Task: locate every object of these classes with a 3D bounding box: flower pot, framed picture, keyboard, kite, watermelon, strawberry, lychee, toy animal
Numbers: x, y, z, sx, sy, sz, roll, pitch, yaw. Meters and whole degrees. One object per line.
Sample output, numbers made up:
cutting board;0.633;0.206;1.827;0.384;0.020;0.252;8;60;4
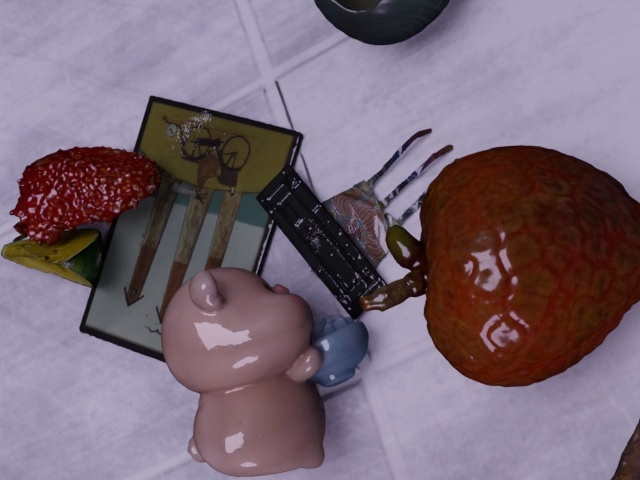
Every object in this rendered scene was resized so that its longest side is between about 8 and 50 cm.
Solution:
flower pot;0.070;-0.346;1.708;0.189;0.157;0.243;-7;76;27
framed picture;-0.168;-0.007;1.863;0.244;0.013;0.323;16;88;32
keyboard;0.000;0.000;1.753;0.061;0.013;0.204;-47;64;16
kite;0.064;-0.042;1.736;0.229;0.016;0.127;-46;66;15
watermelon;-0.326;0.010;1.902;0.181;0.092;0.075;6;72;55
strawberry;-0.306;-0.084;1.886;0.208;0.087;0.167;-23;34;19
lychee;0.193;0.027;1.524;0.300;0.255;0.255;-12;74;17
toy animal;-0.083;0.154;1.680;0.230;0.210;0.221;24;87;-6

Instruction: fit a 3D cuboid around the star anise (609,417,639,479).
star anise;0.286;0.346;1.484;0.292;0.109;0.349;-39;63;12
